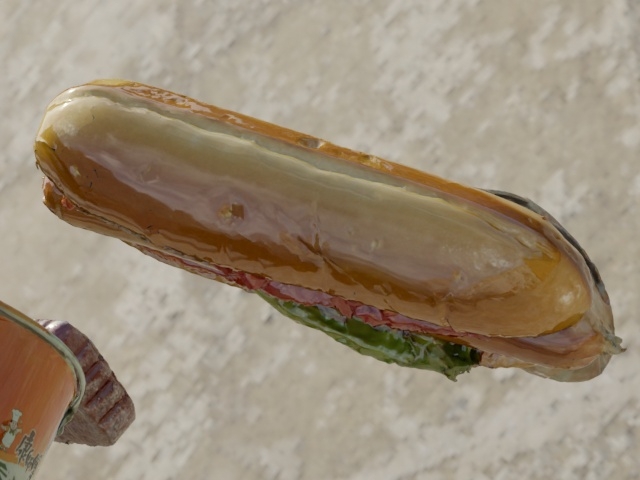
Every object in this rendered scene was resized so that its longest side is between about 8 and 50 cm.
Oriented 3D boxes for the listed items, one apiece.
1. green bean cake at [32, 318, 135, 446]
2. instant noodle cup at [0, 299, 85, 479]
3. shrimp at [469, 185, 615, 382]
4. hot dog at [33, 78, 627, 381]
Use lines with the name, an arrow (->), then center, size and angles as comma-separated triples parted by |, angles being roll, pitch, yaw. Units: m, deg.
green bean cake -> -0.254, 0.137, 1.510 | 0.135, 0.135, 0.056 | -5, 35, 48
instant noodle cup -> -0.361, 0.169, 1.250 | 0.296, 0.296, 0.214 | -17, 46, 42
shrimp -> 0.104, 0.010, 0.957 | 0.047, 0.223, 0.126 | -32, 39, 40
hot dog -> 0.000, 0.000, 0.572 | 0.235, 0.092, 0.062 | 18, 71, 19
